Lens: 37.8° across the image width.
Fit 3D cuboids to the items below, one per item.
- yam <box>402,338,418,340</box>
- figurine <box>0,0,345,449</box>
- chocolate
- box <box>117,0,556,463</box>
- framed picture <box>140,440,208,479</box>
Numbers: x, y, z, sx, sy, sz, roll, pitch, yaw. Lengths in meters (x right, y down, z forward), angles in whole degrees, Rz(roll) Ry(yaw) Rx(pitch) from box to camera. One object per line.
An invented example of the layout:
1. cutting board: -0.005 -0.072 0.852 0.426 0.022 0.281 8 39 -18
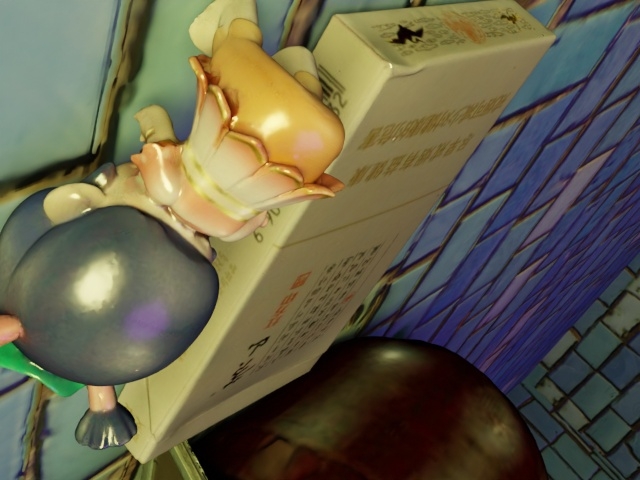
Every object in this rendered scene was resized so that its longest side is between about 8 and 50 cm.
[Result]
1. yam: 0.117 0.232 1.297 0.131 0.131 0.280 -39 161 -13
2. figurine: -0.075 -0.008 0.400 0.195 0.102 0.111 -44 129 14
3. chocolate: 0.046 0.268 0.943 0.331 0.383 0.384 -46 168 -43
4. box: -0.001 0.000 0.645 0.204 0.051 0.365 -22 152 -50
5. framed picture: -0.099 0.302 0.772 0.018 0.231 0.293 -15 143 -30
